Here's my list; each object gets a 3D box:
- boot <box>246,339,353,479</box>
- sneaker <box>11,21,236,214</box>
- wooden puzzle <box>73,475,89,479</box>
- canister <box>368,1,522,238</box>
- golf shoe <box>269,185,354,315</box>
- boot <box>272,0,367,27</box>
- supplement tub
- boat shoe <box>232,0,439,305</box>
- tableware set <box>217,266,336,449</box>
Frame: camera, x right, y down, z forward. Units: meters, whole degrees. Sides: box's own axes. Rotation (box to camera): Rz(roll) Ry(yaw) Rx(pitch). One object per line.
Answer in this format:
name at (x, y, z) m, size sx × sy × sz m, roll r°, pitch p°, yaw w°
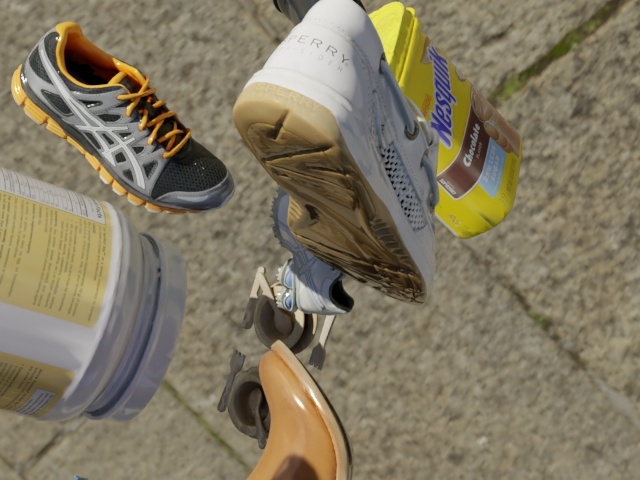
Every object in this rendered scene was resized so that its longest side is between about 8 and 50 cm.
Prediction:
boot at (-0.062, 0.254, 1.161) m, size 0.109 × 0.220 × 0.283 m, roll 70°, pitch 176°, yaw -80°
sneaker at (-0.162, -0.100, 1.063) m, size 0.215 × 0.084 × 0.083 m, roll 34°, pitch 132°, yaw -4°
wooden puzzle at (-0.271, 0.271, 1.212) m, size 0.014 × 0.116 × 0.078 m, roll 38°, pitch 167°, yaw 20°
canister at (0.090, -0.096, 1.039) m, size 0.073 × 0.126 × 0.170 m, roll -26°, pitch 125°, yaw 37°
golf shoe at (0.000, 0.000, 1.257) m, size 0.086 × 0.069 × 0.176 m, roll 14°, pitch 130°, yaw 25°
boot at (0.004, -0.350, 1.574) m, size 0.207 × 0.094 × 0.246 m, roll -119°, pitch 30°, yaw -48°
supplement tub at (-0.328, 0.049, 1.274) m, size 0.331 × 0.241 × 0.241 m, roll 20°, pitch 143°, yaw -28°
boat shoe at (0.033, -0.044, 0.746) m, size 0.098 × 0.096 × 0.277 m, roll 22°, pitch 163°, yaw 19°
tableware set at (-0.062, 0.139, 1.450) m, size 0.128 × 0.039 × 0.194 m, roll 24°, pitch 102°, yaw 36°
